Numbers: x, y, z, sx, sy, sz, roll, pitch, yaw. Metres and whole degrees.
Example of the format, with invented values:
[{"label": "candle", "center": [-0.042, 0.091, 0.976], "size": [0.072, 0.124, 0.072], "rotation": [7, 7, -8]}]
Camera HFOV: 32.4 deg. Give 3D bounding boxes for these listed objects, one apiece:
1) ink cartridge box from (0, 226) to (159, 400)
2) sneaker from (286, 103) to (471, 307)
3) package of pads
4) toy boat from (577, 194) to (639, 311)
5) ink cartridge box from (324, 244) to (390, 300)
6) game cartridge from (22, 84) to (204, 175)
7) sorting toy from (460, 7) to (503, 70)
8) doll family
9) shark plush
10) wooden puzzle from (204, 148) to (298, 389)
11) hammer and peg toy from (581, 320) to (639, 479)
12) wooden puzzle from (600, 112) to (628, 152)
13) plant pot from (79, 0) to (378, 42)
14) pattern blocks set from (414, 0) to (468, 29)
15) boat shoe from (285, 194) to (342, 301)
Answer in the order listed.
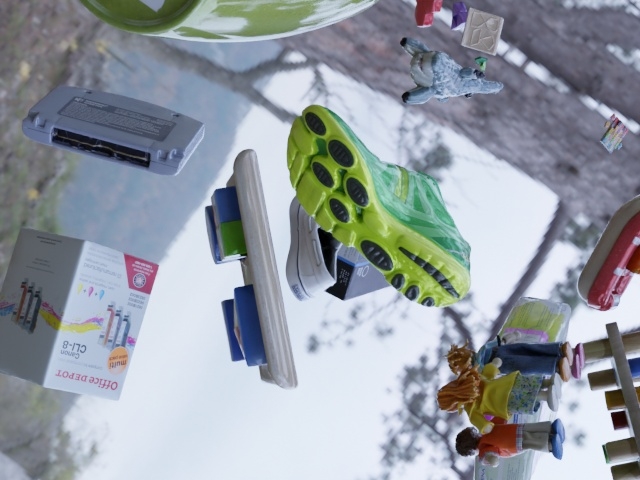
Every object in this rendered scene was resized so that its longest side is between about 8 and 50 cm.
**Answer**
[{"label": "ink cartridge box", "center": [-0.300, 0.090, 1.316], "size": [0.127, 0.128, 0.176], "rotation": [10, -98, 38]}, {"label": "sneaker", "center": [0.071, -0.045, 1.324], "size": [0.109, 0.295, 0.123], "rotation": [-33, -164, 34]}, {"label": "package of pads", "center": [0.334, 0.242, 1.815], "size": [0.296, 0.101, 0.229], "rotation": [-43, 139, -61]}, {"label": "toy boat", "center": [0.561, 0.035, 1.913], "size": [0.151, 0.151, 0.231], "rotation": [2, 117, -63]}, {"label": "ink cartridge box", "center": [0.130, 0.014, 2.220], "size": [0.333, 0.065, 0.165], "rotation": [-16, 127, -58]}, {"label": "game cartridge", "center": [-0.371, -0.207, 2.016], "size": [0.196, 0.294, 0.060], "rotation": [-70, 174, -58]}, {"label": "sorting toy", "center": [0.234, -0.295, 1.619], "size": [0.012, 0.062, 0.083], "rotation": [-169, -87, -69]}, {"label": "doll family", "center": [0.238, 0.176, 1.430], "size": [0.163, 0.118, 0.263], "rotation": [-6, -153, 26]}, {"label": "shark plush", "center": [0.152, -0.175, 1.222], "size": [0.067, 0.161, 0.073], "rotation": [-8, -112, 42]}, {"label": "wooden puzzle", "center": [-0.108, 0.054, 1.581], "size": [0.081, 0.322, 0.348], "rotation": [-10, 176, -7]}, {"label": "hammer and peg toy", "center": [0.568, 0.316, 2.020], "size": [0.127, 0.266, 0.361], "rotation": [-14, 154, 11]}, {"label": "wooden puzzle", "center": [0.499, -0.179, 1.867], "size": [0.006, 0.083, 0.049], "rotation": [36, -87, 41]}, {"label": "plant pot", "center": [-0.079, -0.272, 0.892], "size": [0.275, 0.275, 0.293], "rotation": [-46, -178, 33]}, {"label": "pattern blocks set", "center": [0.197, -0.488, 1.688], "size": [0.285, 0.026, 0.324], "rotation": [-150, -124, -67]}, {"label": "boat shoe", "center": [0.000, 0.000, 1.873], "size": [0.084, 0.095, 0.258], "rotation": [-23, -141, 21]}]
